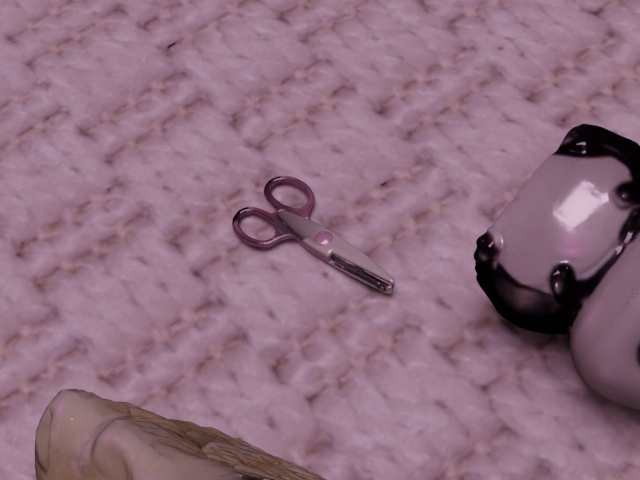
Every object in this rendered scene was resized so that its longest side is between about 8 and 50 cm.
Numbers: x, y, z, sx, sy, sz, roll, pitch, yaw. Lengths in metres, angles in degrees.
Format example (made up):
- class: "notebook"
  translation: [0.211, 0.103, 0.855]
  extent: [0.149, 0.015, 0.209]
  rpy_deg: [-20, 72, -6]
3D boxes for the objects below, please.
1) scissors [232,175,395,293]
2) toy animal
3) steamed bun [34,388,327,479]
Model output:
- class: "scissors"
  translation: [0.000, 0.000, 1.059]
  extent: [0.176, 0.022, 0.085]
  rpy_deg: [32, 65, 28]
- class: "toy animal"
  translation: [0.258, 0.032, 0.917]
  extent: [0.235, 0.165, 0.187]
  rpy_deg: [40, 91, 28]
- class: "steamed bun"
  translation: [-0.075, 0.247, 0.786]
  extent: [0.280, 0.268, 0.207]
  rpy_deg: [19, 82, 45]
